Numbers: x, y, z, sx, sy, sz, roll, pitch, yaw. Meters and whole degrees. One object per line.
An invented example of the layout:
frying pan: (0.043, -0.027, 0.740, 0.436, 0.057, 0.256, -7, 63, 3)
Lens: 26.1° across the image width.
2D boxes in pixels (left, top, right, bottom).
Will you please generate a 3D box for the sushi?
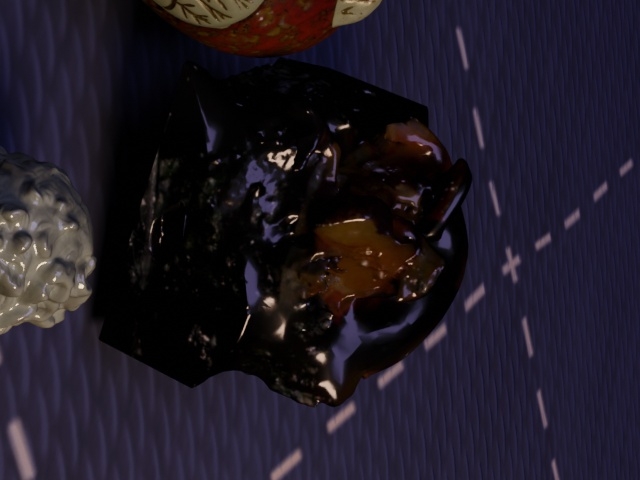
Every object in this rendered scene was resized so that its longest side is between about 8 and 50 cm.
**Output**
sushi: (0.000, 0.000, 1.021, 0.227, 0.212, 0.215, -10, 123, -64)

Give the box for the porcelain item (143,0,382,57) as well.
porcelain item: (-0.038, -0.260, 0.969, 0.253, 0.253, 0.252, 4, 86, -55)

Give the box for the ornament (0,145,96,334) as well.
ornament: (-0.245, 0.023, 0.774, 0.285, 0.130, 0.120, -25, 96, -52)
